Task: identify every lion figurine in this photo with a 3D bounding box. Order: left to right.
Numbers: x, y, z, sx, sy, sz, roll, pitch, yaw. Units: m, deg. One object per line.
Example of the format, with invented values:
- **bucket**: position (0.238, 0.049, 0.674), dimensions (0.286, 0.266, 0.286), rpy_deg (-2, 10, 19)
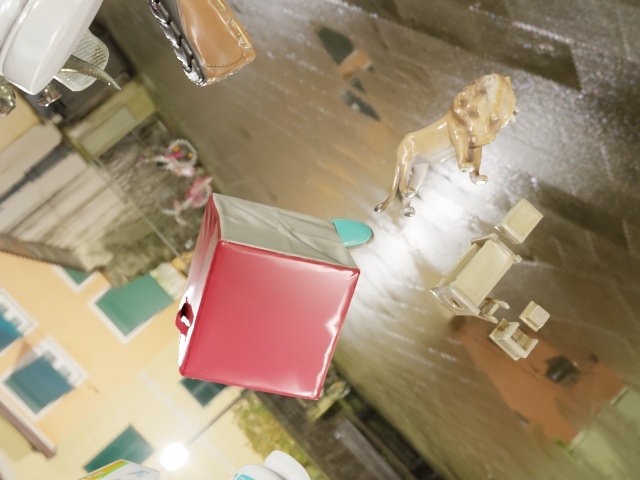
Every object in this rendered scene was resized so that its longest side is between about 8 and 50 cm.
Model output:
- **lion figurine**: position (0.275, -0.220, 1.915), dimensions (0.142, 0.392, 0.240), rpy_deg (26, -126, -45)

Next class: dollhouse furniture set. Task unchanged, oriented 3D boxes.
- **dollhouse furniture set**: position (0.291, 0.061, 1.267), dimensions (0.161, 0.182, 0.101), rpy_deg (43, 168, -5)

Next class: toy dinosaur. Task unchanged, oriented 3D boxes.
- **toy dinosaur**: position (-0.410, -0.235, 1.031), dimensions (0.313, 0.121, 0.160), rpy_deg (24, 151, 9)

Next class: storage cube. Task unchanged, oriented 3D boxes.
- **storage cube**: position (-0.075, 0.071, 1.114), dimensions (0.215, 0.193, 0.184), rpy_deg (12, -161, -15)

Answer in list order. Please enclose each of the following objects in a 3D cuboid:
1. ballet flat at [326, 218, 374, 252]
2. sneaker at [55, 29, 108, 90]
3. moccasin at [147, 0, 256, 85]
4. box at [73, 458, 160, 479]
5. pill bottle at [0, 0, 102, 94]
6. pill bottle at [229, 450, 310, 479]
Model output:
- **ballet flat**: position (0.000, 0.000, 1.553), dimensions (0.213, 0.072, 0.068), rpy_deg (1, 145, 15)
- **sneaker**: position (-0.462, -0.352, 1.331), dimensions (0.150, 0.135, 0.366), rpy_deg (35, 170, 5)
- **moccasin**: position (-0.224, -0.444, 1.338), dimensions (0.380, 0.147, 0.139), rpy_deg (59, 162, -13)
- **box**: position (-0.368, 0.455, 1.366), dimensions (0.103, 0.203, 0.114), rpy_deg (3, 101, 38)
- **pill bottle**: position (-0.344, -0.261, 0.676), dimensions (0.323, 0.181, 0.181), rpy_deg (34, 174, -13)
- **pill bottle**: position (-0.131, 0.507, 1.494), dimensions (0.146, 0.264, 0.146), rpy_deg (29, 146, 22)
